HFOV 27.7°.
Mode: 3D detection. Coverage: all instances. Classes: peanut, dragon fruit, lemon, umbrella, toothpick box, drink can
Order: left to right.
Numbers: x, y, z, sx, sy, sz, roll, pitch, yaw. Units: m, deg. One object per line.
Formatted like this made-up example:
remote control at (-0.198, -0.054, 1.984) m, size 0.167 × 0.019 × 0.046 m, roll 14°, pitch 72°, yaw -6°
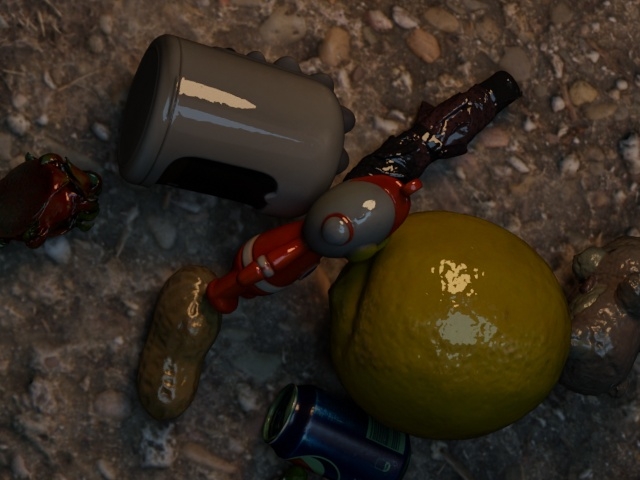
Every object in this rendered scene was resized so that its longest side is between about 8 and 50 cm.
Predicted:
dragon fruit at (-0.367, -0.051, 1.758) m, size 0.175 × 0.142 × 0.138 m, roll 2°, pitch 53°, yaw -38°
peanut at (-0.197, 0.143, 1.819) m, size 0.095 × 0.108 × 0.226 m, roll 20°, pitch 85°, yaw -23°
toothpick box at (-0.102, -0.157, 1.801) m, size 0.316 × 0.229 × 0.229 m, roll 13°, pitch 85°, yaw -21°
drink can at (0.025, 0.290, 1.887) m, size 0.205 × 0.118 × 0.118 m, roll 28°, pitch 81°, yaw -15°
umbrella at (0.173, -0.155, 1.953) m, size 0.326 × 0.094 × 0.090 m, roll -35°, pitch 114°, yaw -15°
lemon at (0.178, 0.121, 1.828) m, size 0.348 × 0.348 × 0.348 m, roll 0°, pitch 90°, yaw -18°

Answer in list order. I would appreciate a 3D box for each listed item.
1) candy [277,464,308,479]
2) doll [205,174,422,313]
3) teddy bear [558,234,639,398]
candy at (-0.001, 0.457, 1.902) m, size 0.246 × 0.069 × 0.149 m, roll 43°, pitch 72°, yaw -8°
doll at (0.000, 0.000, 1.745) m, size 0.336 × 0.200 × 0.105 m, roll -31°, pitch 90°, yaw 26°
teddy bear at (0.435, 0.105, 1.965) m, size 0.151 × 0.236 × 0.267 m, roll 30°, pitch 67°, yaw -6°
